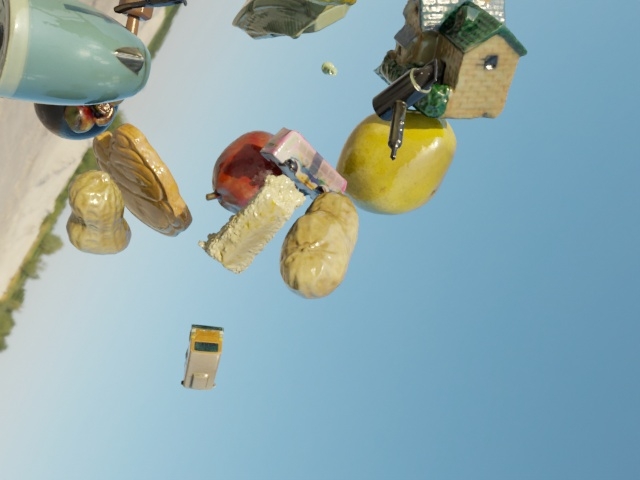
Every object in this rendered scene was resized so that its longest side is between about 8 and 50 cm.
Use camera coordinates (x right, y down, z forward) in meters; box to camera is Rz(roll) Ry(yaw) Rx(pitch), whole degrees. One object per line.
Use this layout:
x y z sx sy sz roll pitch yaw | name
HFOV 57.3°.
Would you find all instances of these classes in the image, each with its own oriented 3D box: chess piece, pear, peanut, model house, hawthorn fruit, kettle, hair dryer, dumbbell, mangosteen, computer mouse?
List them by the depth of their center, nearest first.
-0.575 -0.425 1.350 0.319 0.342 0.247 12 -82 47 | kettle
0.209 -0.306 1.432 0.195 0.077 0.249 -29 -136 48 | hair dryer
-0.564 -0.053 1.477 0.159 0.143 0.291 -56 173 -29 | peanut
0.000 0.000 1.517 0.169 0.192 0.387 -9 -151 21 | peanut
-0.091 -0.656 1.584 0.428 0.145 0.228 18 -121 47 | computer mouse
-0.524 -0.553 1.608 0.092 0.082 0.231 17 -84 46 | dumbbell
0.410 -0.597 1.768 0.382 0.334 0.343 -110 -158 -48 | model house
-0.223 -0.200 1.853 0.307 0.265 0.265 -27 -166 -20 | hawthorn fruit
-0.760 -0.447 1.872 0.302 0.275 0.275 23 -98 37 | mangosteen
0.033 -0.553 1.901 0.042 0.042 0.093 -55 -154 12 | chess piece
0.251 -0.268 1.970 0.418 0.362 0.362 -26 -145 19 | pear

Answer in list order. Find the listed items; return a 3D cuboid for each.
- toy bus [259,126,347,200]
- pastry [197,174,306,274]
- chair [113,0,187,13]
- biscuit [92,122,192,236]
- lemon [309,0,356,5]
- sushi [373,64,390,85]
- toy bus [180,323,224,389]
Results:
-0.044 -0.202 1.673 0.090 0.274 0.112 19 -107 51 | toy bus
-0.144 -0.032 1.302 0.258 0.121 0.089 -40 -147 19 | pastry
-0.290 -0.582 1.174 0.186 0.318 0.160 128 -50 -86 | chair
-0.494 -0.157 1.587 0.312 0.351 0.057 16 -132 35 | biscuit
0.005 -0.650 1.276 0.233 0.288 0.233 -33 -162 12 | lemon
0.346 -0.621 2.240 0.231 0.219 0.047 -27 -146 50 | sushi
-0.305 0.309 1.518 0.103 0.091 0.182 -97 -160 -46 | toy bus
